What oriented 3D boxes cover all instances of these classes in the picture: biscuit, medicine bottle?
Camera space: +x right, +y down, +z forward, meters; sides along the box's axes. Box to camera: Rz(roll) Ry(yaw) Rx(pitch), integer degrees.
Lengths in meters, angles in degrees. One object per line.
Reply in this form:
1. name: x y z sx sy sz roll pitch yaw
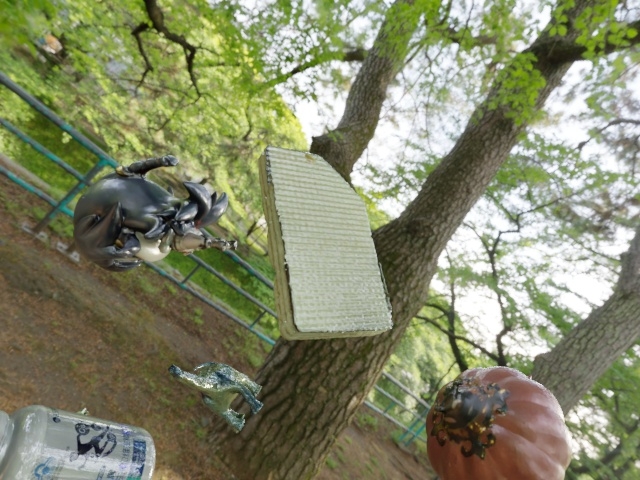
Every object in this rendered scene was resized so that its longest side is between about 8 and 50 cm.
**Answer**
1. biscuit: 0.000 0.000 0.518 0.150 0.052 0.252 4 65 -34
2. medicine bottle: -0.291 0.244 0.437 0.191 0.107 0.107 40 1 -40

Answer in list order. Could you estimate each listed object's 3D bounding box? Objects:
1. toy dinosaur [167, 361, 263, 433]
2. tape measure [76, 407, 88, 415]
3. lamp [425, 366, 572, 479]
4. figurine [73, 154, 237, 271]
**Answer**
1. toy dinosaur: -0.177 0.263 0.723 0.147 0.076 0.363 39 -14 3
2. tape measure: -0.650 0.591 1.082 0.200 0.175 0.106 37 -38 14
3. lamp: 0.215 0.243 0.511 0.140 0.182 0.182 43 -1 -21
4. figurine: -0.279 -0.035 0.674 0.175 0.265 0.196 68 8 -64
